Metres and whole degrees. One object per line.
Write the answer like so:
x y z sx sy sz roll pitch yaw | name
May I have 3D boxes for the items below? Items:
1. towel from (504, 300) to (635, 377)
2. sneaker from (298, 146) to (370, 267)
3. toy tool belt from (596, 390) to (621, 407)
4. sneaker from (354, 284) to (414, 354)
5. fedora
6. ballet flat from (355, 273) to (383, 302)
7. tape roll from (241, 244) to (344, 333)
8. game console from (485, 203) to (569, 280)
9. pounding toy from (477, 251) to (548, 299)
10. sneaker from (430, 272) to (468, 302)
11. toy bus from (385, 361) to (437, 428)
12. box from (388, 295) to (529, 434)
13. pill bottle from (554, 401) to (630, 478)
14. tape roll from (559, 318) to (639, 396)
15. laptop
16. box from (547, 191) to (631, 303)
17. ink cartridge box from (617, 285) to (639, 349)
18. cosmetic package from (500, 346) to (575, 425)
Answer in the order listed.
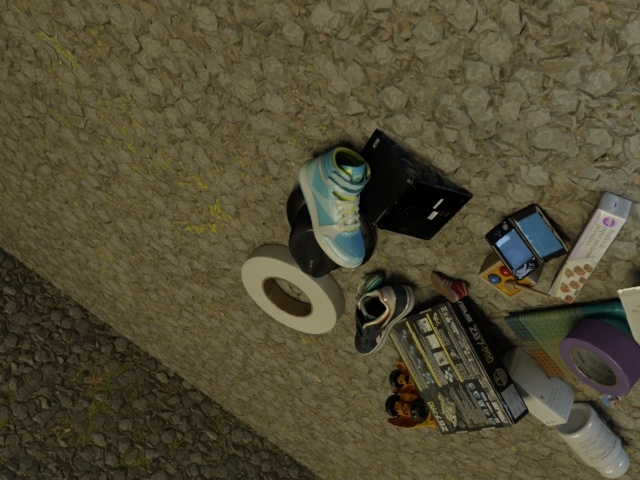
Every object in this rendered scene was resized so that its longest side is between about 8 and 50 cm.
0.718 0.272 1.693 0.370 0.040 0.271 -16 121 49 | towel
0.067 -0.093 1.634 0.208 0.127 0.318 -28 85 53 | sneaker
0.821 0.452 1.803 0.052 0.051 0.083 -16 121 48 | toy tool belt
0.160 0.246 1.974 0.128 0.126 0.321 5 135 -28 | sneaker
0.000 0.000 1.860 0.334 0.152 0.334 22 143 18 | fedora
0.147 0.148 1.997 0.070 0.070 0.188 29 141 9 | ballet flat
-0.100 0.176 2.219 0.392 0.072 0.391 23 144 18 | tape roll
0.490 0.007 1.506 0.144 0.124 0.085 54 169 -1 | game console
0.497 0.092 1.606 0.141 0.100 0.130 36 145 -2 | pounding toy
0.372 0.126 1.805 0.118 0.067 0.042 49 150 40 | sneaker
0.354 0.548 2.214 0.212 0.220 0.150 18 165 -36 | toy bus
0.398 0.382 1.905 0.318 0.097 0.394 -35 82 52 | box
0.829 0.610 1.912 0.229 0.131 0.131 46 143 -15 | pill bottle
0.700 0.291 1.572 0.189 0.080 0.189 42 159 20 | tape roll
0.219 -0.135 1.645 0.265 0.136 0.234 13 148 -14 | laptop
0.616 0.025 1.462 0.063 0.067 0.323 24 144 15 | box
0.815 0.174 1.456 0.189 0.066 0.232 -16 112 32 | ink cartridge box
0.635 0.435 1.882 0.231 0.117 0.085 38 145 -6 | cosmetic package
